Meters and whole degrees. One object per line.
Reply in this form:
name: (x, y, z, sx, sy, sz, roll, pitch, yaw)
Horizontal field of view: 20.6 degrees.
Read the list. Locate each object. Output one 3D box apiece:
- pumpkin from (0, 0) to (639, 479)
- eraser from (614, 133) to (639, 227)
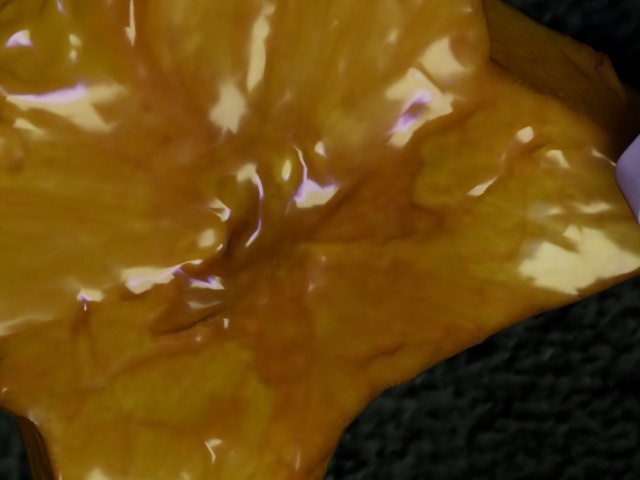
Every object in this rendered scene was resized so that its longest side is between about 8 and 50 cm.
pumpkin: (-0.026, -0.002, 0.542, 0.290, 0.095, 0.258, -42, 118, 2)
eraser: (0.144, -0.012, 0.530, 0.105, 0.026, 0.065, 27, 118, -29)
